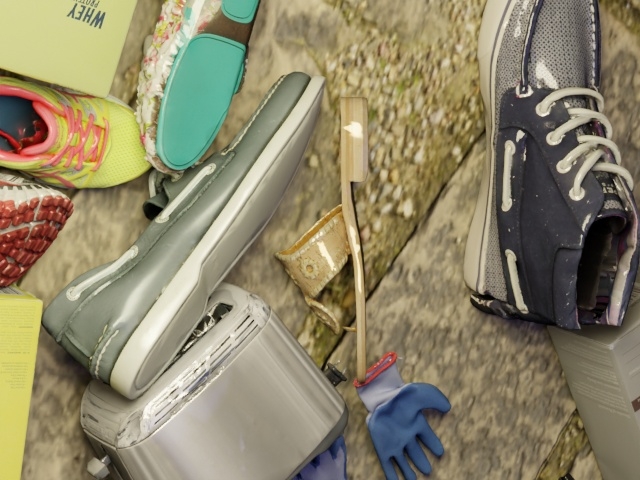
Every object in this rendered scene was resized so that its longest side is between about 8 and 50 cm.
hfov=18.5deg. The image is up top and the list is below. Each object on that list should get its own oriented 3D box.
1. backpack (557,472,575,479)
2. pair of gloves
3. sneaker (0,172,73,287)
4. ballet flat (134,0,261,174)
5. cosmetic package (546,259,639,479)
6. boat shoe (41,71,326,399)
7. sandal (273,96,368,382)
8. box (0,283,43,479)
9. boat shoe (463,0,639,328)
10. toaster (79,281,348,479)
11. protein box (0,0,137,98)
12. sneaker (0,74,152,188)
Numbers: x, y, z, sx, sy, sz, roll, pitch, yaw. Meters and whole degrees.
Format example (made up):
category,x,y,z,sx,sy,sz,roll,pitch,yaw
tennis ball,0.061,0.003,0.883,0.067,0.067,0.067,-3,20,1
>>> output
category,x,y,z,sx,sy,sz,roll,pitch,yaw
backpack,0.224,0.298,1.850,0.114,0.084,0.105,-32,115,-17
pair of gloves,0.033,0.185,1.723,0.198,0.023,0.159,-40,135,-17
sneaker,-0.260,-0.031,1.438,0.088,0.093,0.225,-50,157,6
ballet flat,-0.095,-0.169,1.532,0.091,0.077,0.241,23,85,-45
cosmetic package,0.319,0.152,1.858,0.127,0.107,0.238,-36,115,-22
boat shoe,-0.101,-0.026,1.545,0.319,0.099,0.116,-57,169,-26
sandal,0.000,-0.001,1.654,0.079,0.088,0.240,0,97,1
box,-0.267,0.147,1.509,0.058,0.087,0.232,4,102,-32
boat shoe,0.220,-0.083,1.699,0.127,0.158,0.341,-5,106,-30
toaster,-0.084,0.135,1.593,0.227,0.129,0.146,-42,118,-16
protein box,-0.234,-0.230,1.397,0.199,0.136,0.201,15,94,-34
sneaker,-0.206,-0.079,1.480,0.208,0.094,0.081,10,96,-34
